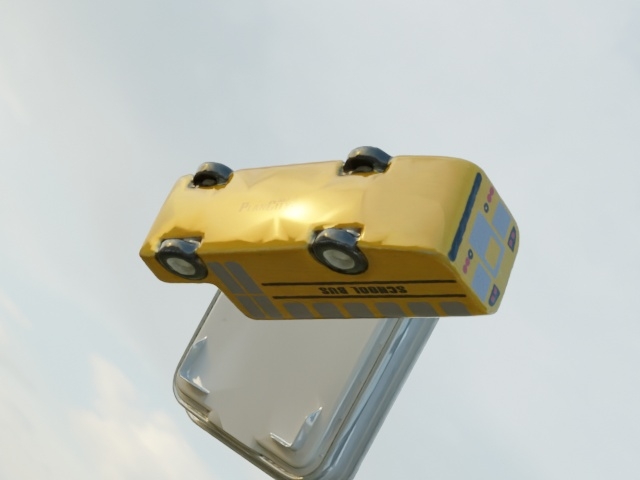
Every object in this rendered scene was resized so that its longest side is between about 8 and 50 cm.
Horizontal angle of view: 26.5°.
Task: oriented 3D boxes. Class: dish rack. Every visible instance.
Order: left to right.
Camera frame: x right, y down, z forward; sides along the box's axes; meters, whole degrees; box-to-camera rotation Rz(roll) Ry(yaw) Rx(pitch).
[{"bbox_3d":[-0.021,0.089,1.497,0.285,0.333,0.072,27,-2,40],"label":"dish rack"}]

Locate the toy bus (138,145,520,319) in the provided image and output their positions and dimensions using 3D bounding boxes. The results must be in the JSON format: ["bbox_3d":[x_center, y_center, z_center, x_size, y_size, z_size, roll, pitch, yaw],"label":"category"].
[{"bbox_3d":[0.000,0.000,1.231,0.332,0.108,0.130,-3,-38,36],"label":"toy bus"}]
